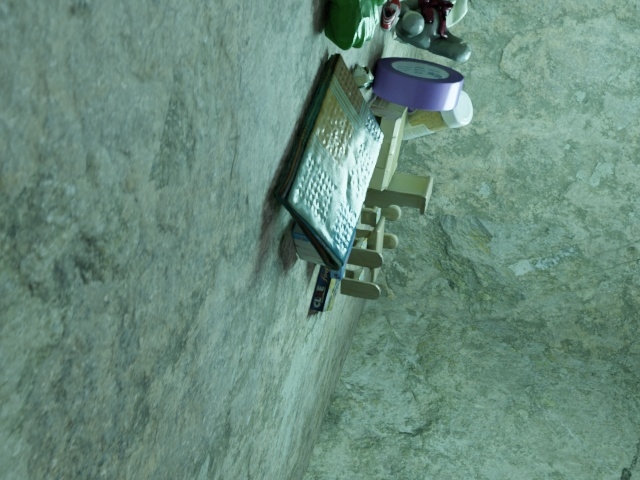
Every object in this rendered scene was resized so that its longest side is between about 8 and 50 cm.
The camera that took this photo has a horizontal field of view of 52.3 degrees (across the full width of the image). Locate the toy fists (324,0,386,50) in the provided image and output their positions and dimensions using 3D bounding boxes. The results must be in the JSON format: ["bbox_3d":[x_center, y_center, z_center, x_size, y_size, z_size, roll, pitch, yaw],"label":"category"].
[{"bbox_3d":[0.079,-0.485,1.241,0.142,0.096,0.279,71,34,-56],"label":"toy fists"}]

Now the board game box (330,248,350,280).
[{"bbox_3d":[0.065,-0.006,1.807,0.211,0.039,0.160,87,19,-60],"label":"board game box"}]

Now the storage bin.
[{"bbox_3d":[0.201,-0.332,2.169,0.260,0.123,0.262,-60,163,-59],"label":"storage bin"}]

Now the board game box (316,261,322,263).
[{"bbox_3d":[0.028,0.014,1.885,0.181,0.043,0.092,-29,132,-78],"label":"board game box"}]

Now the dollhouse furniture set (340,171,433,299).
[{"bbox_3d":[0.243,-0.036,2.326,0.362,0.257,0.394,-60,156,-56],"label":"dollhouse furniture set"}]

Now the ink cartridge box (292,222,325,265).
[{"bbox_3d":[0.000,0.000,1.481,0.181,0.104,0.061,84,22,-69],"label":"ink cartridge box"}]

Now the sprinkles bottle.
[{"bbox_3d":[0.351,-0.423,2.271,0.121,0.355,0.121,6,81,-41],"label":"sprinkles bottle"}]

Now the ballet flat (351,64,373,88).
[{"bbox_3d":[0.099,-0.416,1.655,0.168,0.057,0.052,-62,137,-70],"label":"ballet flat"}]

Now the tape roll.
[{"bbox_3d":[0.303,-0.493,2.035,0.275,0.275,0.090,-61,162,-59],"label":"tape roll"}]

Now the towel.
[{"bbox_3d":[0.031,-0.157,1.327,0.271,0.040,0.370,53,46,-47],"label":"towel"}]

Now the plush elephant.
[{"bbox_3d":[0.372,-0.760,2.133,0.255,0.272,0.330,-64,-158,10],"label":"plush elephant"}]

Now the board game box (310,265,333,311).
[{"bbox_3d":[0.025,0.142,2.079,0.243,0.042,0.165,33,71,-81],"label":"board game box"}]

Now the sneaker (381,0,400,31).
[{"bbox_3d":[0.210,-0.678,1.912,0.067,0.042,0.118,91,18,-69],"label":"sneaker"}]
